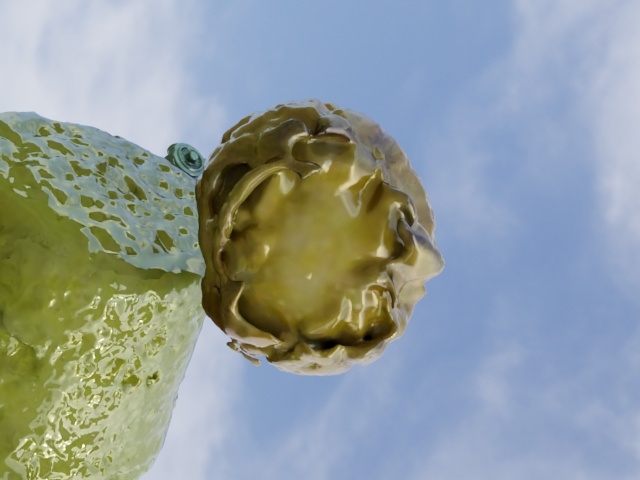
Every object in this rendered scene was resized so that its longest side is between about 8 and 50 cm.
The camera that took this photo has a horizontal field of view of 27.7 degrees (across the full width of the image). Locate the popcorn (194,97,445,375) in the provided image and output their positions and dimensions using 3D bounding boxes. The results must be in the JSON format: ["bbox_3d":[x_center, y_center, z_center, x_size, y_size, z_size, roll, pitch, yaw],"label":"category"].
[{"bbox_3d":[0.000,0.000,1.165,0.250,0.250,0.190,-63,-154,-3],"label":"popcorn"}]

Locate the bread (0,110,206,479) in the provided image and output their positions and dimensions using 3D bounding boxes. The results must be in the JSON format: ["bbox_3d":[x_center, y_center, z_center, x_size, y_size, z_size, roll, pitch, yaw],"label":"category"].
[{"bbox_3d":[-0.268,0.062,1.319,0.308,0.348,0.348,-56,-141,24],"label":"bread"}]

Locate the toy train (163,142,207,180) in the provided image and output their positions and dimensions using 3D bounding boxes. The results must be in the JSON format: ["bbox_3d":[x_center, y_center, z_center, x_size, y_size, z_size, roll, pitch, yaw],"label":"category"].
[{"bbox_3d":[-0.165,-0.022,1.770,0.101,0.159,0.248,-40,-143,35],"label":"toy train"}]
